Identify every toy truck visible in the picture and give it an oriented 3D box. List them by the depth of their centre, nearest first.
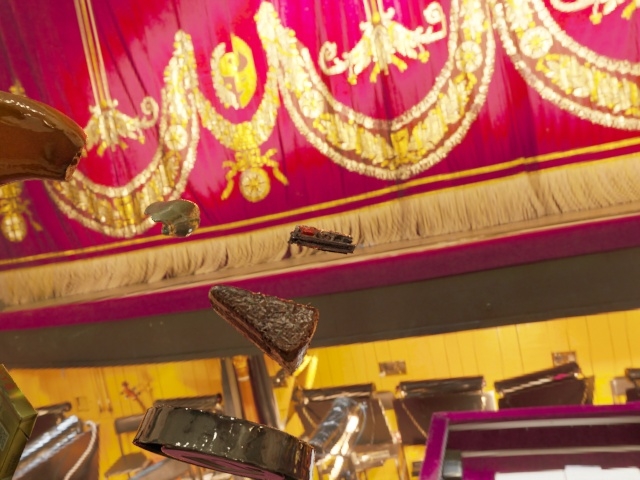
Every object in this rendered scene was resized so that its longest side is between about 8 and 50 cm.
[{"bbox_3d":[0.000,0.000,0.598,0.083,0.024,0.032,12,17,-25],"label":"toy truck"}]

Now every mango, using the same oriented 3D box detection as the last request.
[{"bbox_3d":[-0.580,-0.173,0.894,0.358,0.187,0.144,-5,38,-1],"label":"mango"}]

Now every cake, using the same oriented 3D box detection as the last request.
[{"bbox_3d":[-0.135,0.189,1.113,0.245,0.135,0.112,13,-41,0],"label":"cake"}]

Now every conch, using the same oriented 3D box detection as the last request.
[{"bbox_3d":[-0.250,-0.047,0.910,0.065,0.088,0.180,-49,4,15],"label":"conch"}]

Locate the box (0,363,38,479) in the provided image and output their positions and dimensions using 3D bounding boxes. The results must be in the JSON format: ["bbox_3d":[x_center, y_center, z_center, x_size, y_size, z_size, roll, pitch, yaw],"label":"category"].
[{"bbox_3d":[-0.745,0.458,1.196,0.173,0.312,0.043,35,17,27],"label":"box"}]

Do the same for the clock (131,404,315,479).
[{"bbox_3d":[-0.160,0.354,0.895,0.312,0.062,0.313,10,-29,6],"label":"clock"}]
